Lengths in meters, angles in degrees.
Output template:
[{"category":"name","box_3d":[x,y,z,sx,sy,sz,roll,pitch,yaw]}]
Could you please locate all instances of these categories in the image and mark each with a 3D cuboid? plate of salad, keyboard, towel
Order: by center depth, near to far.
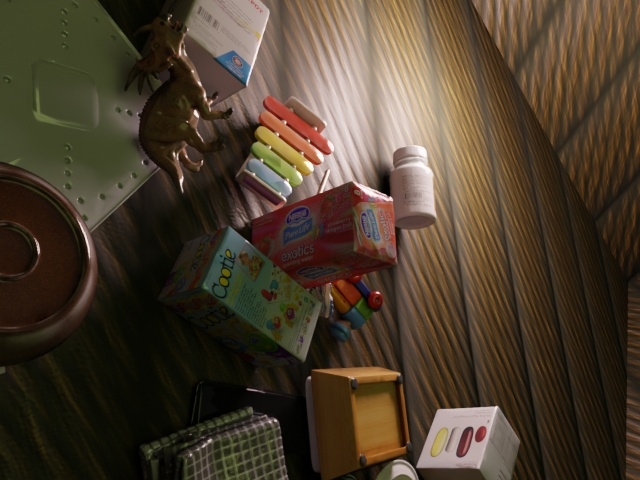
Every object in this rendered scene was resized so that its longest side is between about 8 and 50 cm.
[{"category":"towel","box_3d":[-0.162,0.453,1.006,0.235,0.121,0.283,-6,86,-42]},{"category":"keyboard","box_3d":[-0.128,0.398,1.169,0.317,0.033,0.201,24,58,-41]},{"category":"plate of salad","box_3d":[0.174,0.632,1.414,0.200,0.048,0.199,5,83,-43]}]

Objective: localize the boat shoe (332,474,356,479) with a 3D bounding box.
[{"category":"boat shoe","box_3d":[0.040,0.544,1.264,0.183,0.083,0.065,12,68,-46]}]

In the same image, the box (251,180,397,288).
[{"category":"box","box_3d":[0.000,0.000,1.247,0.142,0.300,0.154,19,64,-44]}]

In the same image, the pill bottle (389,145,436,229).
[{"category":"pill bottle","box_3d":[0.273,-0.159,1.749,0.131,0.131,0.229,20,62,-44]}]

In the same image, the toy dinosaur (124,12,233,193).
[{"category":"toy dinosaur","box_3d":[-0.282,-0.238,1.085,0.200,0.127,0.295,18,79,-33]}]

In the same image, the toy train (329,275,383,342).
[{"category":"toy train","box_3d":[0.027,0.117,1.410,0.248,0.105,0.143,50,62,-18]}]

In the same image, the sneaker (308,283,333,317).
[{"category":"sneaker","box_3d":[-0.002,0.111,1.345,0.052,0.058,0.135,77,9,-78]}]

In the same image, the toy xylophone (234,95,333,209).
[{"category":"toy xylophone","box_3d":[-0.069,-0.185,1.369,0.236,0.081,0.322,30,49,-20]}]

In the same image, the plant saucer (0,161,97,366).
[{"category":"plant saucer","box_3d":[-0.451,0.019,0.830,0.311,0.050,0.310,27,52,-41]}]

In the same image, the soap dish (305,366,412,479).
[{"category":"soap dish","box_3d":[0.094,0.402,1.328,0.291,0.118,0.228,15,65,-54]}]

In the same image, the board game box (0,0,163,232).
[{"category":"board game box","box_3d":[-0.451,-0.243,1.017,0.390,0.050,0.390,53,44,-22]}]

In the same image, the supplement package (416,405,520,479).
[{"category":"supplement package","box_3d":[0.399,0.576,1.576,0.149,0.194,0.203,55,42,-18]}]

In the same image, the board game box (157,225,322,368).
[{"category":"board game box","box_3d":[-0.151,0.121,1.154,0.275,0.142,0.144,43,48,-31]}]

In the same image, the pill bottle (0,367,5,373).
[{"category":"pill bottle","box_3d":[-0.484,0.137,0.829,0.065,0.065,0.116,-11,84,-50]}]

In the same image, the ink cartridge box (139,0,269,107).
[{"category":"ink cartridge box","box_3d":[-0.241,-0.426,1.229,0.171,0.168,0.232,36,52,-36]}]
